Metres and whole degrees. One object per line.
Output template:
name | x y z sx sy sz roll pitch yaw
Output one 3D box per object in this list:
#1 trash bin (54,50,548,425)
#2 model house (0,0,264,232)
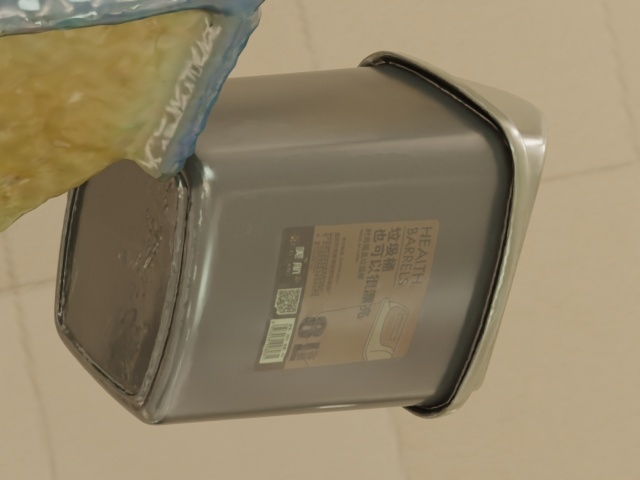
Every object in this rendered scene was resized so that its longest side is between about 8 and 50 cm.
trash bin | 0.000 0.000 1.117 0.290 0.182 0.209 -4 119 -36
model house | -0.228 -0.211 0.820 0.382 0.343 0.334 23 46 -54
